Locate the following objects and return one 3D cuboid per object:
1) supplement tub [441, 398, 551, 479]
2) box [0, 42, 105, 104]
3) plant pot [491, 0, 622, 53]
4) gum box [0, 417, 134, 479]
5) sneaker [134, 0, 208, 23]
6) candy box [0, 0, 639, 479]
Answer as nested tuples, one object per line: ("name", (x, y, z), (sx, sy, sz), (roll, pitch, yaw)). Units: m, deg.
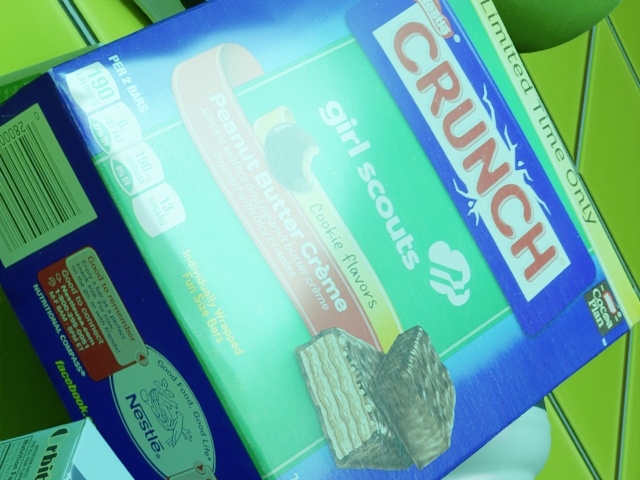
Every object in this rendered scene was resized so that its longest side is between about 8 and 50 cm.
("supplement tub", (0.042, 0.072, 1.256), (0.191, 0.191, 0.272), (21, 57, -61))
("box", (-0.124, -0.044, 1.100), (0.102, 0.087, 0.101), (16, 62, -62))
("plant pot", (0.084, -0.309, 1.534), (0.293, 0.274, 0.275), (10, 65, -46))
("gum box", (-0.139, 0.159, 0.829), (0.157, 0.184, 0.041), (58, 29, -30))
("sneaker", (-0.108, -0.220, 1.267), (0.217, 0.079, 0.121), (56, 26, -51))
("candy box", (0.000, 0.000, 1.031), (0.317, 0.122, 0.268), (-31, 94, -46))
